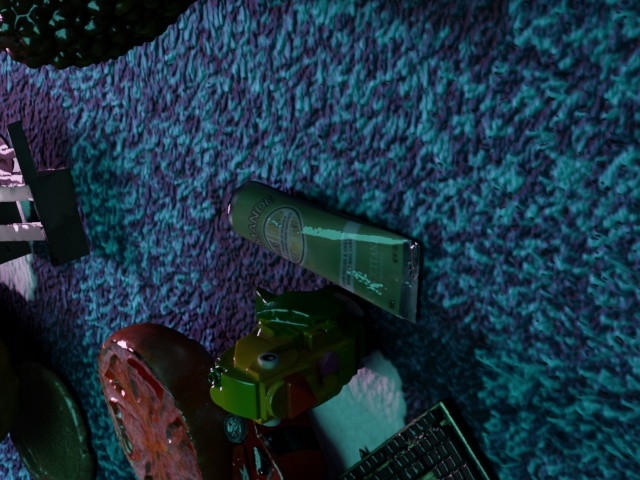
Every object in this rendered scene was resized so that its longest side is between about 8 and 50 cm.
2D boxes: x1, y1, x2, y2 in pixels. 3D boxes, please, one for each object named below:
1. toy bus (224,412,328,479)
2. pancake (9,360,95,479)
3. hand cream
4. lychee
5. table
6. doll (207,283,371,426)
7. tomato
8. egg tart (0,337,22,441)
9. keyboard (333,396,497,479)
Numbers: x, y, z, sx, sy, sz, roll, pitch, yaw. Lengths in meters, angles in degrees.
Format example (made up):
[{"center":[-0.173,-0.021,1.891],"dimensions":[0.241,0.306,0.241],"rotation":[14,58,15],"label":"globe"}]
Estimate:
[{"center":[-0.041,0.253,1.862],"dimensions":[0.089,0.081,0.195],"rotation":[9,100,50],"label":"toy bus"},{"center":[-0.344,0.242,2.327],"dimensions":[0.199,0.021,0.199],"rotation":[28,129,41],"label":"pancake"},{"center":[0.000,0.000,1.743],"dimensions":[0.235,0.055,0.086],"rotation":[25,129,34],"label":"hand cream"},{"center":[-0.214,-0.282,1.712],"dimensions":[0.236,0.271,0.236],"rotation":[29,168,7],"label":"lychee"},{"center":[-0.352,-0.059,2.148],"dimensions":[0.146,0.062,0.175],"rotation":[0,108,52],"label":"table"},{"center":[-0.033,0.108,1.738],"dimensions":[0.134,0.186,0.106],"rotation":[10,118,18],"label":"doll"},{"center":[-0.142,0.192,1.963],"dimensions":[0.237,0.095,0.237],"rotation":[45,149,38],"label":"tomato"},{"center":[-0.465,0.171,2.333],"dimensions":[0.290,0.115,0.290],"rotation":[27,126,44],"label":"egg tart"},{"center":[0.062,0.250,1.806],"dimensions":[0.106,0.027,0.317],"rotation":[59,144,12],"label":"keyboard"}]
